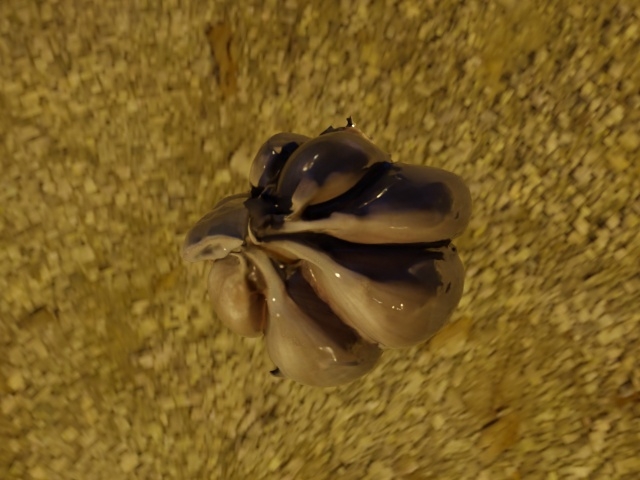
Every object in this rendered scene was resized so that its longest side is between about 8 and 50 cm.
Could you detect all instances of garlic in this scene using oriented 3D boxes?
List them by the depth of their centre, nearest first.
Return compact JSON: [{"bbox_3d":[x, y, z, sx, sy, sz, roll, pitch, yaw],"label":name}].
[{"bbox_3d":[0.000,0.000,0.764,0.127,0.194,0.131,45,99,16],"label":"garlic"}]
